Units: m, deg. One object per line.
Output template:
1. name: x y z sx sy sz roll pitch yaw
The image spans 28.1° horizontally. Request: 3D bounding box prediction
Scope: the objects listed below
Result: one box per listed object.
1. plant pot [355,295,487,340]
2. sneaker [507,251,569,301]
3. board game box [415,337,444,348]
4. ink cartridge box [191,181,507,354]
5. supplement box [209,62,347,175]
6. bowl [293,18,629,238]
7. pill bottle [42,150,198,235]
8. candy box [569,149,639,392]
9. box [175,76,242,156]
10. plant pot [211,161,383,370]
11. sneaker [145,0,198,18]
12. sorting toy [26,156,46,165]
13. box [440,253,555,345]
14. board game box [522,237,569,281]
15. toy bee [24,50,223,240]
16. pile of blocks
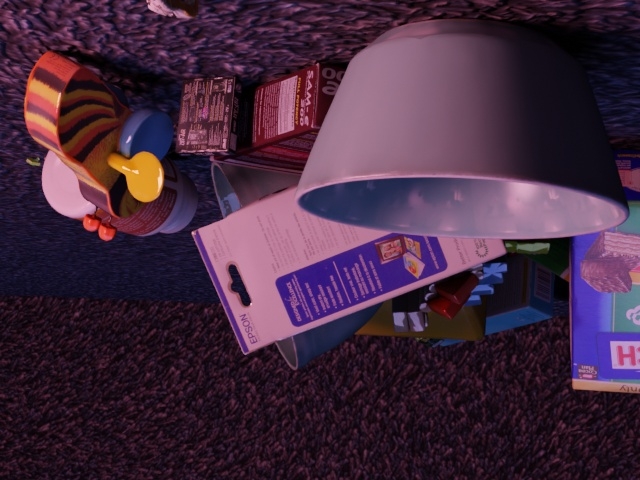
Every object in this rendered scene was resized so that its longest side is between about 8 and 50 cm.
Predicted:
1. plant pot: 0.139 0.016 1.906 0.212 0.212 0.187 2 159 12
2. sneaker: 0.339 0.029 2.248 0.314 0.116 0.136 13 180 -13
3. board game box: 0.110 0.059 2.095 0.030 0.259 0.136 -35 164 5
4. ink cartridge box: 0.034 -0.004 1.493 0.333 0.165 0.065 -21 -171 4
5. supplement box: -0.012 -0.128 1.407 0.130 0.073 0.239 8 172 -31
6. bowl: 0.135 -0.104 1.202 0.311 0.163 0.311 4 172 1
7. pill bottle: -0.263 -0.072 1.731 0.121 0.121 0.216 -1 170 29
8. candy box: 0.448 0.048 1.610 0.268 0.122 0.317 1 129 13
9. box: -0.121 -0.134 1.386 0.067 0.083 0.018 -1 169 26
10. plant pot: 0.000 0.000 1.693 0.196 0.293 0.293 -21 175 -10
11. sneaker: -0.136 -0.206 1.090 0.037 0.032 0.083 0 170 21
12. sorting toy: -0.391 -0.111 1.892 0.083 0.012 0.062 5 172 -7
13. box: 0.272 0.099 2.107 0.060 0.100 0.244 24 151 -34
14. board game box: 0.398 0.029 1.921 0.242 0.064 0.316 34 -171 33
15. toy bee: -0.226 -0.082 1.420 0.298 0.162 0.195 28 179 -39
16. pile of blocks: 0.212 0.033 1.687 0.149 0.112 0.362 21 134 -16
